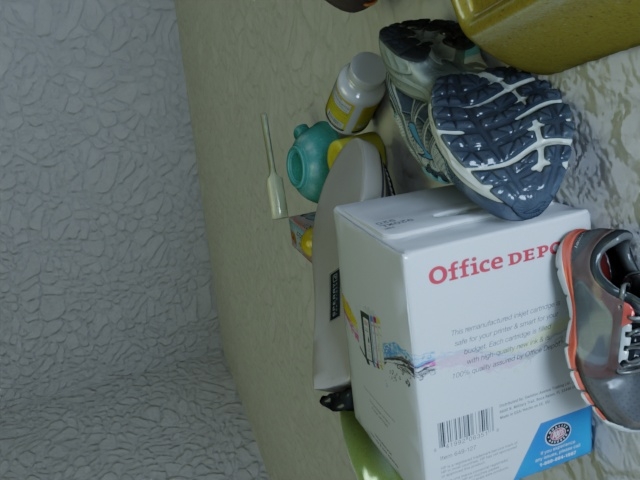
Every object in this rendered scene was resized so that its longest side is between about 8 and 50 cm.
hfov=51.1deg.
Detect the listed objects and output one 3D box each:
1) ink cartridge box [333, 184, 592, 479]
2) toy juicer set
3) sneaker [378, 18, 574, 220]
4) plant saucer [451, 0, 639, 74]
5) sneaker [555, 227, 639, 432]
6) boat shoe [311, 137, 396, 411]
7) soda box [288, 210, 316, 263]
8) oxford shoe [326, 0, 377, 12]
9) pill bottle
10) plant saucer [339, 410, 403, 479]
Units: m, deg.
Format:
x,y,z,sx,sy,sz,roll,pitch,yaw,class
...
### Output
x,y,z,sx,sy,sz,roll,pitch,yaw,class
0.126,0.079,0.614,0.168,0.171,0.233,-143,43,-66,ink cartridge box
-0.002,-0.083,1.057,0.329,0.089,0.209,30,124,57,toy juicer set
0.136,-0.098,0.608,0.283,0.110,0.122,-107,7,-49,sneaker
0.121,-0.262,0.375,0.333,0.081,0.333,67,171,-8,plant saucer
0.220,0.065,0.491,0.065,0.061,0.158,154,102,-67,sneaker
0.083,0.046,0.822,0.127,0.158,0.341,-31,49,55,boat shoe
0.000,0.000,1.179,0.183,0.063,0.058,-141,41,-64,soda box
0.054,-0.323,0.722,0.133,0.130,0.363,49,174,-34,oxford shoe
0.048,-0.191,0.869,0.116,0.065,0.065,123,132,-68,pill bottle
0.110,0.260,0.835,0.241,0.037,0.241,44,-153,-29,plant saucer
